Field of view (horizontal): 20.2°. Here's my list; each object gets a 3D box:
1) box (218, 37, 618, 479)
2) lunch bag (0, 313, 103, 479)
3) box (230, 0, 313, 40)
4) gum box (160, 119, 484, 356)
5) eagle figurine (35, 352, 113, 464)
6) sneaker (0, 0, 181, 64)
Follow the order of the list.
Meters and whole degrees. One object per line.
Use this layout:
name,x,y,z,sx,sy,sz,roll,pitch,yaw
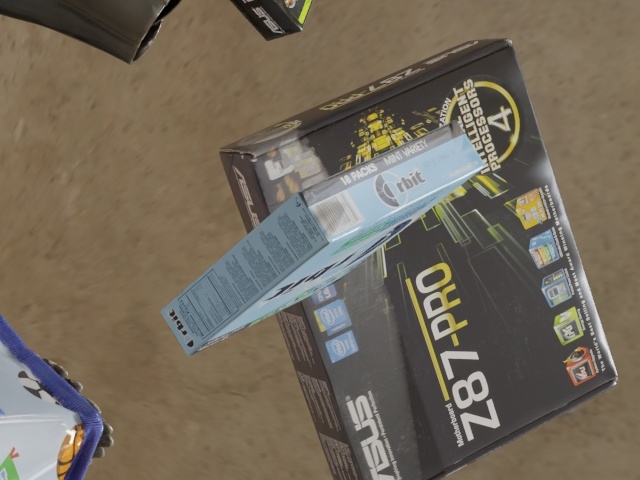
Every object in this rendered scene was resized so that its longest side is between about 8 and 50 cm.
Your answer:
box,0.106,0.030,1.827,0.318,0.097,0.395,-24,105,-20
lunch bag,-0.380,0.250,1.295,0.328,0.239,0.385,0,123,-48
box,-0.055,-0.289,1.427,0.184,0.045,0.190,46,49,-37
gum box,0.000,0.000,1.198,0.157,0.184,0.041,-26,82,-42
eagle figurine,-0.371,0.188,1.720,0.225,0.298,0.226,-25,128,-36
sneaker,-0.110,-0.168,0.891,0.118,0.083,0.222,27,44,-7
